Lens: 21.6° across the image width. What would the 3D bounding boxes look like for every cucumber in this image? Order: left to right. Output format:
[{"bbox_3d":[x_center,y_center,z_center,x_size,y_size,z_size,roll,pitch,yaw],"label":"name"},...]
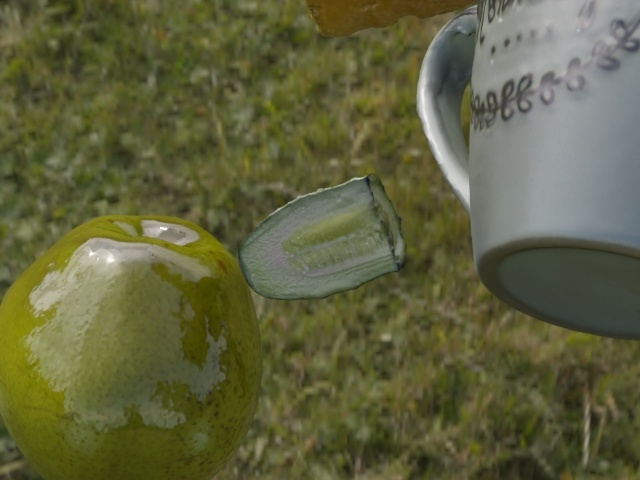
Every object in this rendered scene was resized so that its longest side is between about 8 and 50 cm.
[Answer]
[{"bbox_3d":[0.000,0.000,1.052,0.107,0.067,0.035,-18,12,27],"label":"cucumber"}]

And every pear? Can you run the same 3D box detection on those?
[{"bbox_3d":[-0.129,0.081,1.116,0.198,0.198,0.198,-1,53,1],"label":"pear"}]

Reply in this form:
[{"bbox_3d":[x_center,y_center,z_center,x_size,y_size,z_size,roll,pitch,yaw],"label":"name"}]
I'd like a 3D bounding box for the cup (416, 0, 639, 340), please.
[{"bbox_3d":[0.141,-0.073,0.892,0.258,0.186,0.234,-10,59,51],"label":"cup"}]

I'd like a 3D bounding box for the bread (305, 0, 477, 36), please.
[{"bbox_3d":[0.154,-0.339,1.605,0.375,0.165,0.236,-14,79,6],"label":"bread"}]
